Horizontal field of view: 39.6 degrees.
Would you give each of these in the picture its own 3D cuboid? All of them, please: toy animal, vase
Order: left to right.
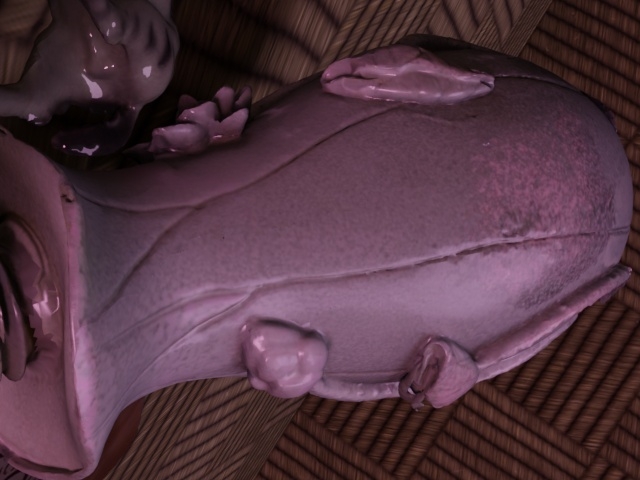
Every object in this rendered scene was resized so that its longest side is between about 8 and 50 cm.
[{"bbox_3d":[-0.090,-0.136,0.422,0.176,0.073,0.217,40,54,-68],"label":"toy animal"},{"bbox_3d":[0.000,0.000,0.565,0.445,0.250,0.250,-12,140,-38],"label":"vase"}]

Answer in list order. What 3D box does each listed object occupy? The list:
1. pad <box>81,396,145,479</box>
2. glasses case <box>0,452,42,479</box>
[{"bbox_3d":[-0.265,0.230,0.882,0.286,0.018,0.284,-45,163,-42],"label":"pad"},{"bbox_3d":[-0.231,0.134,0.601,0.137,0.085,0.354,-58,168,10],"label":"glasses case"}]
